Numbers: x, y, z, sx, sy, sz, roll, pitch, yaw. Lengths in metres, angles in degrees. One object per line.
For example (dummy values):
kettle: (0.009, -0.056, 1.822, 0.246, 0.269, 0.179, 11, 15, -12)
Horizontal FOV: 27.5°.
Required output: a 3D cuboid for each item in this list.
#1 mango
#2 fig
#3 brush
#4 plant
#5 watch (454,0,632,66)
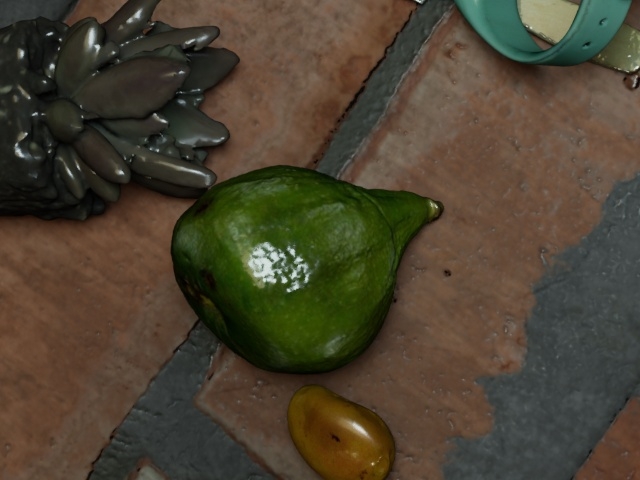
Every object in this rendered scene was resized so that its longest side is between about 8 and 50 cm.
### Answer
mango: (0.017, 0.177, 1.192, 0.114, 0.060, 0.080, 43, 111, 13)
fig: (0.000, 0.000, 1.169, 0.235, 0.203, 0.203, -39, 75, -18)
brush: (0.151, -0.235, 1.224, 0.336, 0.020, 0.085, 28, 91, 15)
plant: (-0.231, -0.121, 1.227, 0.321, 0.181, 0.194, -4, 77, 16)
watch: (0.190, -0.267, 1.114, 0.195, 0.068, 0.237, 5, 94, 57)
